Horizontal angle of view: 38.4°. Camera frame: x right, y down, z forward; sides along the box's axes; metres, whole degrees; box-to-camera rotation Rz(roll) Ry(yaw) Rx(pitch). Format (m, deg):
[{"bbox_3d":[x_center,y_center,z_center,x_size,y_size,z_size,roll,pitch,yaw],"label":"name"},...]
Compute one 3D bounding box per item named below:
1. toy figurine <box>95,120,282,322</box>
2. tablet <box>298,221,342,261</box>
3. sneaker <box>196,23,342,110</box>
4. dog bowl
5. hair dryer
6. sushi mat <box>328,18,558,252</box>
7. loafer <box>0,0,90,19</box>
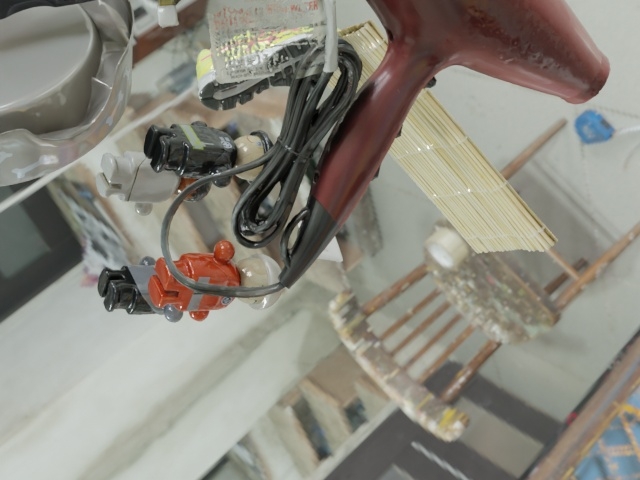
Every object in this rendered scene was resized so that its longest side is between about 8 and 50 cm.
[{"bbox_3d":[-0.141,-0.016,1.001,0.209,0.148,0.213,-15,77,54],"label":"toy figurine"},{"bbox_3d":[0.000,0.000,1.186,0.083,0.006,0.054,11,-124,-59],"label":"tablet"},{"bbox_3d":[-0.071,-0.249,1.209,0.081,0.208,0.094,82,167,-53],"label":"sneaker"},{"bbox_3d":[-0.390,-0.205,1.108,0.349,0.349,0.102,37,151,29],"label":"dog bowl"},{"bbox_3d":[0.037,-0.097,0.542,0.080,0.293,0.224,-120,22,-54],"label":"hair dryer"},{"bbox_3d":[0.116,-0.102,1.005,0.316,0.019,0.151,47,162,-14],"label":"sushi mat"},{"bbox_3d":[-0.373,-0.313,1.042,0.095,0.302,0.109,-113,19,-46],"label":"loafer"}]
